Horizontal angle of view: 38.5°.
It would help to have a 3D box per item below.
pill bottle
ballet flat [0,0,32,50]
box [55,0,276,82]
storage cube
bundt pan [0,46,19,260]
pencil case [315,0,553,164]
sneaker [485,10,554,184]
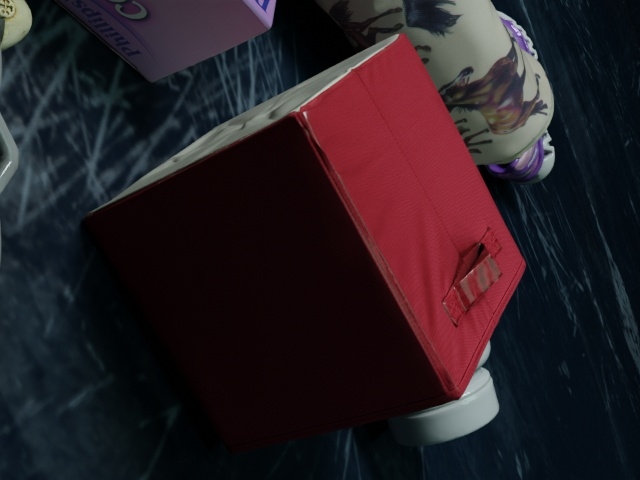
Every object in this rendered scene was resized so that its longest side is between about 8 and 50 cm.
[{"bbox_3d":[0.078,0.064,0.802,0.119,0.119,0.209,-27,101,-58],"label":"pill bottle"},{"bbox_3d":[-0.221,-0.134,0.483,0.173,0.049,0.057,4,74,-57],"label":"ballet flat"},{"bbox_3d":[-0.127,-0.279,0.630,0.213,0.117,0.243,41,46,-42],"label":"box"},{"bbox_3d":[0.000,0.000,0.625,0.193,0.215,0.184,60,35,-12],"label":"storage cube"},{"bbox_3d":[-0.268,-0.046,0.289,0.331,0.124,0.331,26,58,-54],"label":"bundt pan"},{"bbox_3d":[0.075,-0.250,0.895,0.410,0.160,0.183,46,12,-37],"label":"pencil case"},{"bbox_3d":[0.228,-0.180,1.178,0.104,0.095,0.236,-20,95,-51],"label":"sneaker"}]
